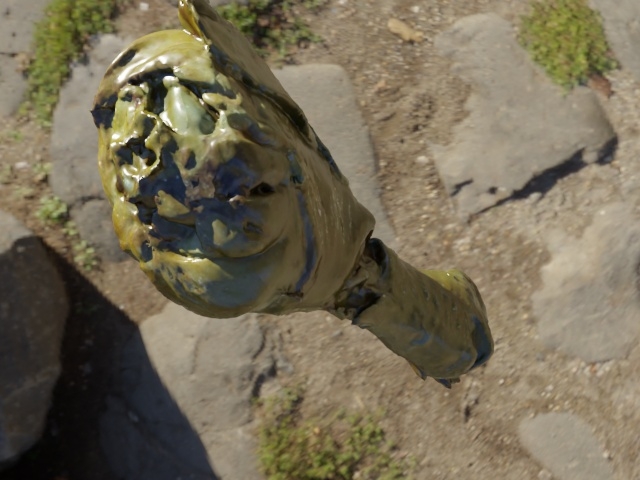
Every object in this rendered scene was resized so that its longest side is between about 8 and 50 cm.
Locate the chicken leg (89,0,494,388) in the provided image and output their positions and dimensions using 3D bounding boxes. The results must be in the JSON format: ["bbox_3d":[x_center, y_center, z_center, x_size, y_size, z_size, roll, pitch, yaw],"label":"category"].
[{"bbox_3d":[0.000,0.000,0.801,0.153,0.429,0.201,-22,45,39],"label":"chicken leg"}]
